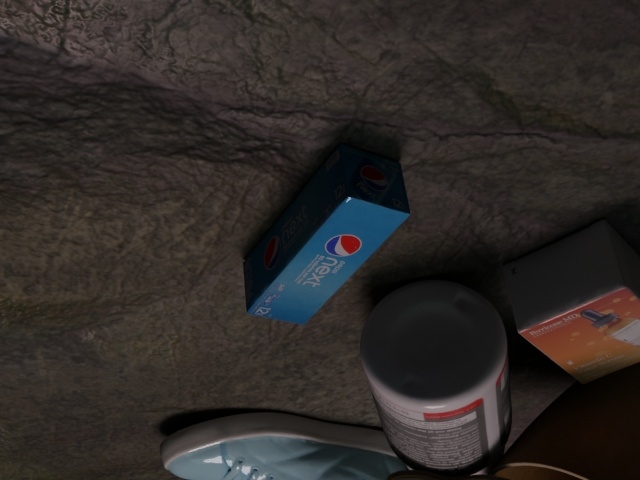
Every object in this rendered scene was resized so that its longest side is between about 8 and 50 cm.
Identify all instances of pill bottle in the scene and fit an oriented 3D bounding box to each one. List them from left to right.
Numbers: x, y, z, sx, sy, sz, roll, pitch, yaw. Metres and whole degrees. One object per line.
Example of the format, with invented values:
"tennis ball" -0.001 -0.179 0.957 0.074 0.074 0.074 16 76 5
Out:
"pill bottle" 0.145 0.184 1.202 0.161 0.161 0.283 -10 144 5

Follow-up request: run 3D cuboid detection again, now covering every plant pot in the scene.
"plant pot" 0.359 0.263 1.250 0.237 0.254 0.237 24 142 20

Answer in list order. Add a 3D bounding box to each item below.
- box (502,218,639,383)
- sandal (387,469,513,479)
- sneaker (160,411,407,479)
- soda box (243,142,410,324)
"box" 0.305 0.073 1.132 0.130 0.091 0.170 -28 139 27
"sandal" 0.165 0.306 1.184 0.180 0.049 0.072 3 145 13
"sneaker" -0.037 0.332 1.386 0.365 0.150 0.135 7 141 -17
"soda box" 0.000 0.000 1.006 0.071 0.067 0.210 14 140 -27
